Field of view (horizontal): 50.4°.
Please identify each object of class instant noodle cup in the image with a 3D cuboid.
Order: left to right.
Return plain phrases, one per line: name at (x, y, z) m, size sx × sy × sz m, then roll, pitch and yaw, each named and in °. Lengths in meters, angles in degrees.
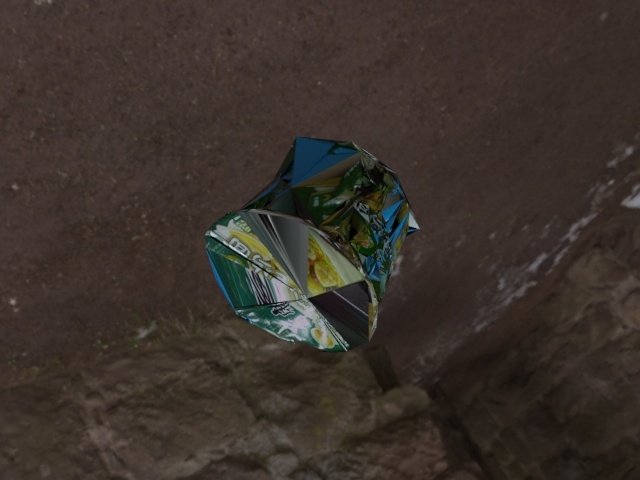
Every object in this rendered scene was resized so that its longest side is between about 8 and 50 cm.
instant noodle cup at (0.000, 0.000, 0.858) m, size 0.178 × 0.240 × 0.240 m, roll -56°, pitch 171°, yaw -41°
